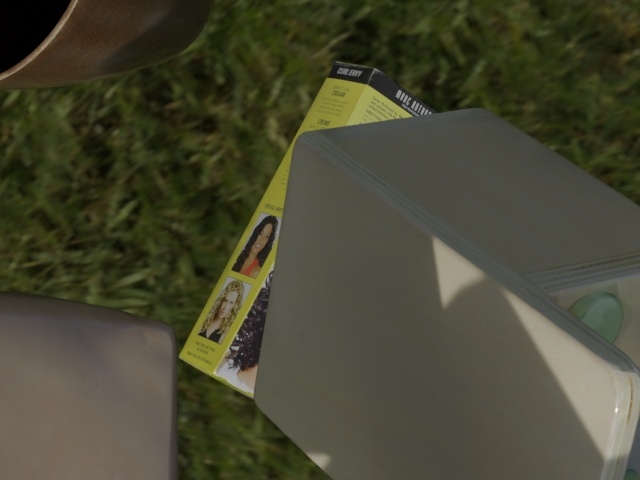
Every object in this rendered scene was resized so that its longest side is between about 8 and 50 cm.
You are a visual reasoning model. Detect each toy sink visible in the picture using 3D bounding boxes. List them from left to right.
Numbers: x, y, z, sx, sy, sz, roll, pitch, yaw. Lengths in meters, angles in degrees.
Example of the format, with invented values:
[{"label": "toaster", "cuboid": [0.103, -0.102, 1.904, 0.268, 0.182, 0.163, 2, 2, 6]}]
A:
[{"label": "toy sink", "cuboid": [0.093, 0.057, 0.867, 0.131, 0.234, 0.152, -10, 122, -34]}]

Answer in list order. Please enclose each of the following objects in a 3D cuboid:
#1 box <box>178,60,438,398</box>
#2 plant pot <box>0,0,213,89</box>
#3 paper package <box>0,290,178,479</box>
[{"label": "box", "cuboid": [0.000, 0.000, 1.272, 0.087, 0.058, 0.232, 31, 83, -32]}, {"label": "plant pot", "cuboid": [-0.182, -0.202, 1.371, 0.230, 0.215, 0.215, 7, 81, -60]}, {"label": "paper package", "cuboid": [-0.215, 0.162, 0.557, 0.325, 0.168, 0.309, 8, 76, -37]}]
